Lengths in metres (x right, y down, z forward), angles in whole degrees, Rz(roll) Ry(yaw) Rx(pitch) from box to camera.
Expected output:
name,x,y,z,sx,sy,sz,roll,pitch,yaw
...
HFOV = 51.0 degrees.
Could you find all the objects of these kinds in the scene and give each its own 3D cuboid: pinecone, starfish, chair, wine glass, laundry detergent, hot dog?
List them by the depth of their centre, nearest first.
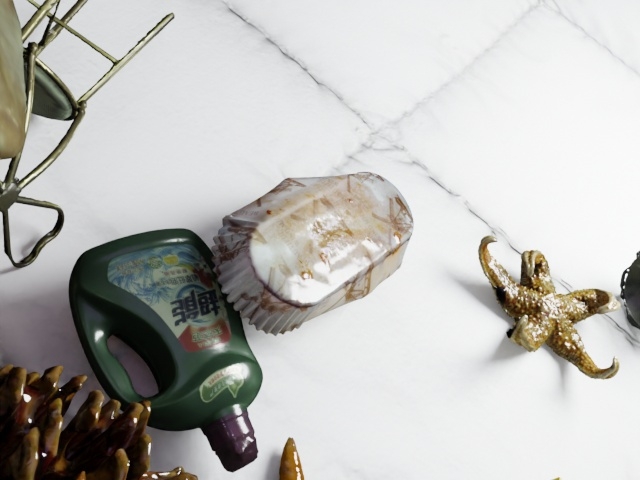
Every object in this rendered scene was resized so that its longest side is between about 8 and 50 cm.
name,x,y,z,sx,sy,sz,roll,pitch,yaw
pinecone,-0.193,0.174,0.457,0.212,0.169,0.185,-3,102,-39
laundry detergent,-0.127,0.101,0.589,0.144,0.078,0.221,-13,67,-35
chair,-0.288,-0.161,0.639,0.170,0.160,0.325,18,68,20
hot dog,0.000,0.000,0.682,0.268,0.075,0.144,-24,75,-46
starfish,0.247,0.073,0.754,0.190,0.074,0.146,33,52,0
wine glass,0.483,0.061,0.833,0.183,0.122,0.122,0,60,-25

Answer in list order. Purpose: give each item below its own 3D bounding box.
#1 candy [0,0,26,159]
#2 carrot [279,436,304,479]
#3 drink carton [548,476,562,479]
name,x,y,z,sx,sy,sz,roll,pitch,yaw
candy,-0.278,-0.151,0.485,0.104,0.102,0.234,-16,57,1
carrot,-0.021,0.267,0.550,0.048,0.048,0.216,10,52,-16
drink carton,0.274,0.310,0.618,0.200,0.074,0.084,35,54,4
